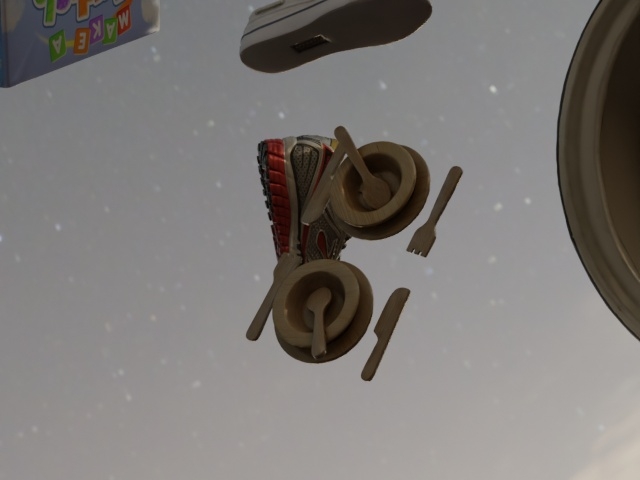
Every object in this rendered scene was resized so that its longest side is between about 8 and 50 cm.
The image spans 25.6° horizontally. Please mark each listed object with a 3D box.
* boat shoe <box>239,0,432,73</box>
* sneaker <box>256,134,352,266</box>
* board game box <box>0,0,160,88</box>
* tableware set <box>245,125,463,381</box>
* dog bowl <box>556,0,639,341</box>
[{"bbox_3d":[0.014,-0.277,1.689,0.258,0.084,0.095,-11,-31,26],"label":"boat shoe"},{"bbox_3d":[0.000,0.000,1.412,0.093,0.088,0.225,-12,-62,-6],"label":"sneaker"},{"bbox_3d":[-0.145,-0.207,0.789,0.160,0.039,0.211,-38,-45,-58],"label":"board game box"},{"bbox_3d":[0.018,0.003,1.103,0.039,0.128,0.194,42,-112,-51],"label":"tableware set"},{"bbox_3d":[0.398,-0.078,1.106,0.150,0.408,0.408,5,-50,-49],"label":"dog bowl"}]
